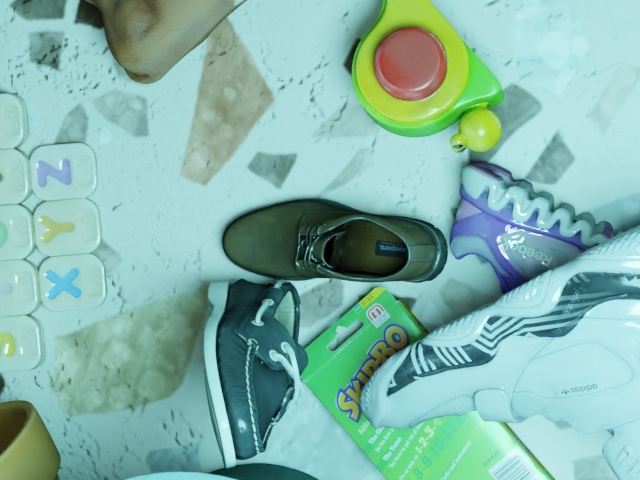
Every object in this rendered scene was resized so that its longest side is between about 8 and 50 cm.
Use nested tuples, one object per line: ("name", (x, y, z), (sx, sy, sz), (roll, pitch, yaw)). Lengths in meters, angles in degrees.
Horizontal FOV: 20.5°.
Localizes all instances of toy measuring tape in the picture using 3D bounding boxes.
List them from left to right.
("toy measuring tape", (0.048, -0.203, 1.688), (0.121, 0.121, 0.330), (-42, 77, 8))

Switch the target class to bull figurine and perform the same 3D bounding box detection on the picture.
("bull figurine", (-0.105, -0.284, 1.678), (0.310, 0.101, 0.188), (-37, 72, 25))

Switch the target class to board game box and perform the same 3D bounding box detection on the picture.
("board game box", (0.099, 0.178, 1.726), (0.124, 0.039, 0.259), (-41, 88, 8))

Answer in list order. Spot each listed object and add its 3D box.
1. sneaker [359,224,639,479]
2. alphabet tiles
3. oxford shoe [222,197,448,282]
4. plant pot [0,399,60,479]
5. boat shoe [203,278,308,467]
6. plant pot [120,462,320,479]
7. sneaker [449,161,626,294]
("sneaker", (0.213, 0.141, 1.589), (0.366, 0.137, 0.210), (-30, 85, 28))
("alphabet tiles", (-0.358, -0.005, 1.800), (0.278, 0.021, 0.284), (-4, 92, 10))
("oxford shoe", (0.000, 0.000, 1.697), (0.227, 0.096, 0.083), (0, 91, 24))
("plant pot", (-0.347, 0.317, 1.697), (0.291, 0.291, 0.203), (-29, 104, 9))
("boat shoe", (-0.057, 0.108, 1.619), (0.091, 0.302, 0.114), (-6, 116, 0))
("plant pot", (-0.083, 0.352, 1.611), (0.341, 0.334, 0.341), (0, 93, 10))
("sneaker", (0.223, 0.019, 1.678), (0.236, 0.095, 0.104), (28, 103, 12))
